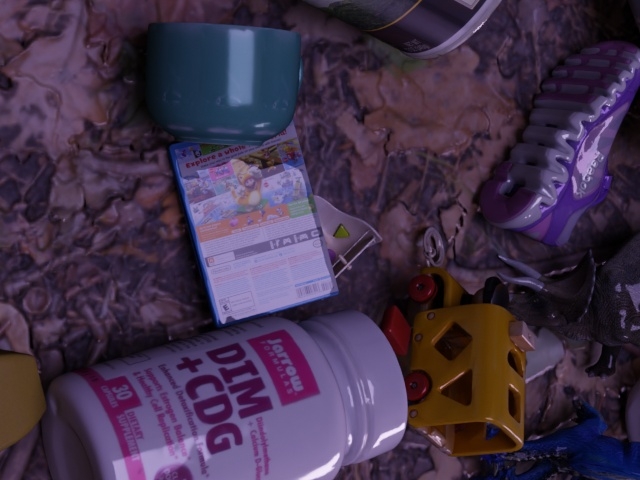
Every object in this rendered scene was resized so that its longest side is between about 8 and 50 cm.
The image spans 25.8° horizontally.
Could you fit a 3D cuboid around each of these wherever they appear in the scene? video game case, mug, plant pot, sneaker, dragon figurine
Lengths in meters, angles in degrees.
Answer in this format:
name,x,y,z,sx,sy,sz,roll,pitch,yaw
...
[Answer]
name,x,y,z,sx,sy,sz,roll,pitch,yaw
video game case,-0.059,-0.017,1.244,0.119,0.015,0.166,-15,90,-20
mug,-0.071,-0.130,1.187,0.158,0.129,0.097,2,95,-23
plant pot,-0.272,0.125,1.128,0.083,0.081,0.081,-21,104,-37
sneaker,0.259,-0.091,1.408,0.104,0.095,0.236,39,80,-33
dragon figurine,0.290,0.236,1.385,0.144,0.289,0.085,-38,137,-51

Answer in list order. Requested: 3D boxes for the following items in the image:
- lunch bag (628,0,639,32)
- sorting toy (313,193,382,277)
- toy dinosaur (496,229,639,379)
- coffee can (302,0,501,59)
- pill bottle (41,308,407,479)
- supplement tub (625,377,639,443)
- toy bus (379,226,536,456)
name,x,y,z,sx,sy,sz,roll,pitch,yaw
lunch bag,0.460,-0.212,1.433,0.287,0.169,0.235,-15,85,-47
sorting toy,0.000,0.000,1.293,0.083,0.045,0.075,-44,105,-17
toy dinosaur,0.339,0.052,1.444,0.313,0.121,0.160,-23,111,-23
coffee can,0.015,-0.298,1.182,0.275,0.201,0.201,22,83,-29
pill bottle,-0.079,0.156,1.191,0.283,0.160,0.160,-15,101,-28
supplement tub,0.445,0.182,1.498,0.200,0.144,0.144,-17,102,-28
toy bus,0.145,0.099,1.295,0.191,0.104,0.202,-39,117,-59
